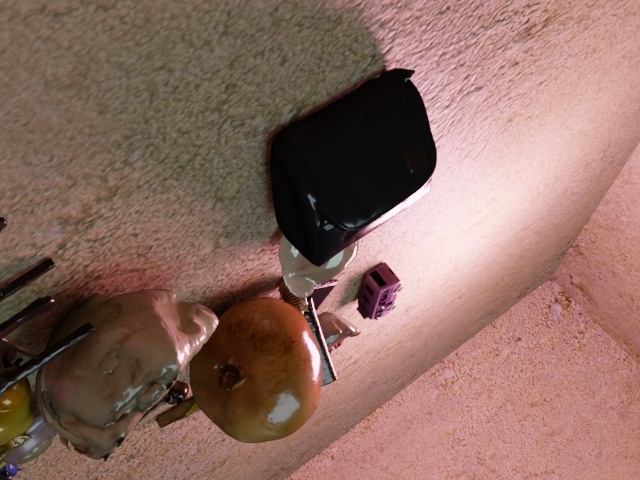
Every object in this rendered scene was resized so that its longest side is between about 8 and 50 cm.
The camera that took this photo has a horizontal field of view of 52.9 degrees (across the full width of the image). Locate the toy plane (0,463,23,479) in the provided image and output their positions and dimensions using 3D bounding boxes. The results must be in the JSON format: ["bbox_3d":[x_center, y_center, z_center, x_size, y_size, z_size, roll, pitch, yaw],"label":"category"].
[{"bbox_3d":[-0.624,0.429,1.218,0.062,0.054,0.167,-10,153,-2],"label":"toy plane"}]

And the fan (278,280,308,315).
[{"bbox_3d":[-0.059,0.153,1.481,0.039,0.082,0.155,-26,137,-16],"label":"fan"}]

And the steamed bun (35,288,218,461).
[{"bbox_3d":[-0.335,0.188,1.051,0.268,0.207,0.280,-48,-178,17],"label":"steamed bun"}]

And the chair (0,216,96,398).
[{"bbox_3d":[-0.473,0.139,0.803,0.319,0.160,0.186,-35,161,-12],"label":"chair"}]

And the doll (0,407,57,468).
[{"bbox_3d":[-0.468,0.331,1.213,0.365,0.094,0.160,-17,150,-41],"label":"doll"}]

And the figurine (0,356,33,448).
[{"bbox_3d":[-0.532,0.289,0.981,0.156,0.131,0.246,42,79,-26],"label":"figurine"}]

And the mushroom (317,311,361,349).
[{"bbox_3d":[-0.064,0.279,1.657,0.351,0.097,0.109,-23,116,-18],"label":"mushroom"}]

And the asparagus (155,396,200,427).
[{"bbox_3d":[-0.331,0.422,1.634,0.178,0.041,0.045,-20,-166,-37],"label":"asparagus"}]

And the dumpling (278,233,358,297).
[{"bbox_3d":[0.003,-0.003,1.309,0.215,0.126,0.166,-34,130,9],"label":"dumpling"}]

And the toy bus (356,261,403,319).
[{"bbox_3d":[0.161,0.148,1.820,0.098,0.087,0.178,-26,150,-24],"label":"toy bus"}]

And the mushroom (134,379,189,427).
[{"bbox_3d":[-0.381,0.377,1.482,0.187,0.061,0.060,-34,145,15],"label":"mushroom"}]

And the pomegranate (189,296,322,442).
[{"bbox_3d":[-0.136,0.270,1.354,0.319,0.319,0.319,-32,155,-17],"label":"pomegranate"}]

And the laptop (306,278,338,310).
[{"bbox_3d":[-0.037,0.170,1.653,0.129,0.016,0.180,-9,143,-48],"label":"laptop"}]

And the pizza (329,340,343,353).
[{"bbox_3d":[0.006,0.322,1.931,0.193,0.053,0.201,-39,156,-2],"label":"pizza"}]

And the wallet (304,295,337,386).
[{"bbox_3d":[-0.046,0.267,1.590,0.132,0.039,0.243,-21,111,-12],"label":"wallet"}]

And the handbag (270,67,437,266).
[{"bbox_3d":[0.073,-0.117,1.113,0.301,0.178,0.275,-32,155,-17],"label":"handbag"}]
